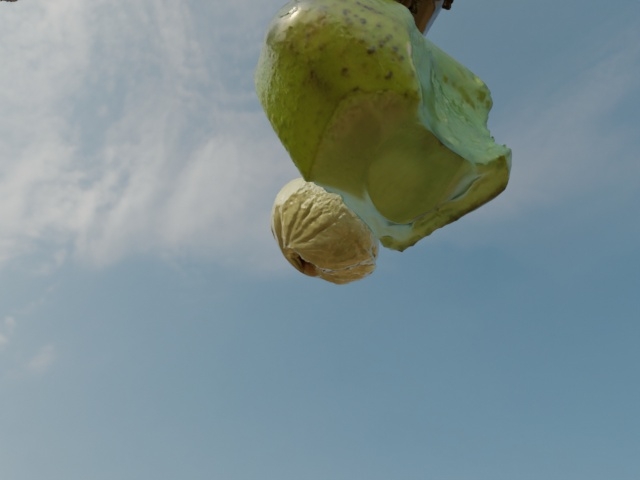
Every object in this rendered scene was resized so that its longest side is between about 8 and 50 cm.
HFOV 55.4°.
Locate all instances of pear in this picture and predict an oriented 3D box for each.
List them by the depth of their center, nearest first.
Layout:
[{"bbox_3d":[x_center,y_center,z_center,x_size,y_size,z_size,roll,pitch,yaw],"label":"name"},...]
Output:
[{"bbox_3d":[0.061,-0.166,0.670,0.176,0.286,0.282,-34,-51,26],"label":"pear"}]

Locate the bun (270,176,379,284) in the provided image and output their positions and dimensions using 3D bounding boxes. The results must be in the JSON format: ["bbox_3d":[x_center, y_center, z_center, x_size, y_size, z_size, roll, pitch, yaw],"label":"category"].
[{"bbox_3d":[0.000,0.000,1.075,0.220,0.134,0.220,33,-24,17],"label":"bun"}]

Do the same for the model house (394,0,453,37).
[{"bbox_3d":[0.154,-0.463,0.976,0.176,0.181,0.248,34,-69,18],"label":"model house"}]
